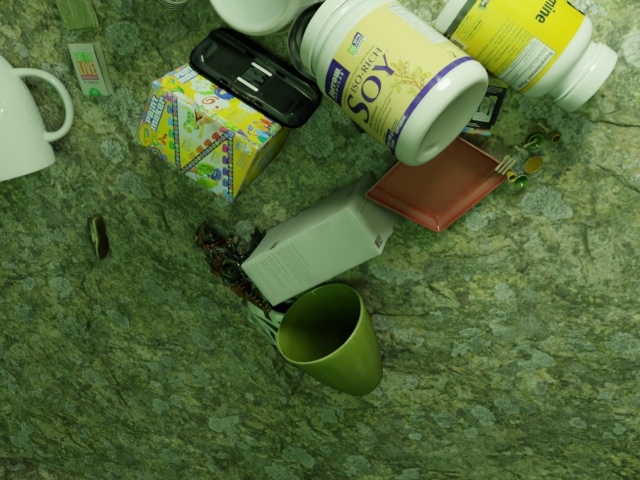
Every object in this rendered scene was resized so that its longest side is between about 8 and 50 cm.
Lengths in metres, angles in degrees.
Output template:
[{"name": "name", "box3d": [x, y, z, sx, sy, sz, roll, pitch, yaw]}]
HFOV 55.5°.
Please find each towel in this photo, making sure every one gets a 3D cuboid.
[{"name": "towel", "box3d": [-0.647, -0.622, 1.598, 0.109, 0.027, 0.148, -2, 121, 23]}]

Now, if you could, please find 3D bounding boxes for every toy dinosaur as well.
[{"name": "toy dinosaur", "box3d": [-0.247, 0.071, 1.812, 0.322, 0.164, 0.218, 38, 137, -12]}]

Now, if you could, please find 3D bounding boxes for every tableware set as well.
[{"name": "tableware set", "box3d": [0.486, -0.191, 1.402, 0.104, 0.024, 0.154, 25, 118, -29]}]

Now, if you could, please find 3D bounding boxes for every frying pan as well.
[{"name": "frying pan", "box3d": [0.066, -0.421, 1.429, 0.197, 0.053, 0.326, -36, 124, 24]}]

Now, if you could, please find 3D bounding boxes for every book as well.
[{"name": "book", "box3d": [-0.636, -0.475, 1.685, 0.096, 0.035, 0.144, 6, 124, 22]}]

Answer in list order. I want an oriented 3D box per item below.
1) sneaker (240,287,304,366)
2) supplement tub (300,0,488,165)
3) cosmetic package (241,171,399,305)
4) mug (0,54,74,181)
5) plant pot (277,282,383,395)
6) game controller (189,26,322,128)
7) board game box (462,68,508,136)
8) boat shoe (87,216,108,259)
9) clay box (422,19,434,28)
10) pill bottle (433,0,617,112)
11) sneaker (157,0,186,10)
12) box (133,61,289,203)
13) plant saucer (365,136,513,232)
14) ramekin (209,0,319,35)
[{"name": "sneaker", "box3d": [-0.089, 0.269, 1.875, 0.330, 0.122, 0.146, 44, 127, -9]}, {"name": "supplement tub", "box3d": [0.143, -0.338, 1.239, 0.331, 0.241, 0.241, 44, 129, 18]}, {"name": "cosmetic package", "box3d": [0.000, 0.000, 1.619, 0.384, 0.217, 0.156, -30, 106, 31]}, {"name": "mug", "box3d": [-0.900, -0.361, 1.738, 0.373, 0.276, 0.328, -13, 111, -6]}, {"name": "plant pot", "box3d": [0.065, 0.323, 1.789, 0.274, 0.275, 0.294, -14, 131, 28]}, {"name": "game controller", "box3d": [-0.152, -0.392, 1.461, 0.319, 0.167, 0.067, 33, 151, 0]}, {"name": "board game box", "box3d": [0.319, -0.316, 1.367, 0.170, 0.048, 0.141, 7, 124, -7]}, {"name": "boat shoe", "box3d": [-0.734, -0.010, 2.000, 0.049, 0.056, 0.152, 12, 114, 20]}, {"name": "clay box", "box3d": [0.209, -0.386, 1.394, 0.127, 0.053, 0.222, 19, 126, 7]}, {"name": "pill bottle", "box3d": [0.410, -0.410, 1.219, 0.333, 0.188, 0.188, 34, 126, -3]}, {"name": "sneaker", "box3d": [-0.350, -0.729, 1.329, 0.257, 0.169, 0.448, 180, 86, -68]}, {"name": "box", "box3d": [-0.240, -0.288, 1.484, 0.279, 0.290, 0.177, 33, 127, 0]}, {"name": "plant saucer", "box3d": [0.280, -0.150, 1.465, 0.258, 0.048, 0.259, 24, 130, -28]}, {"name": "ramekin", "box3d": [-0.137, -0.586, 1.359, 0.272, 0.127, 0.273, 10, 124, 16]}]
